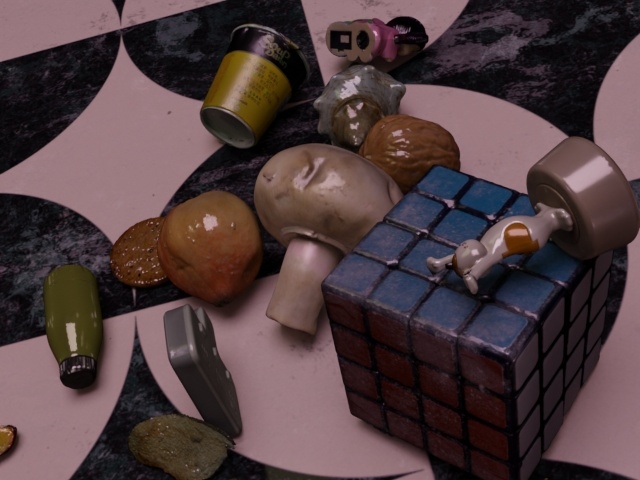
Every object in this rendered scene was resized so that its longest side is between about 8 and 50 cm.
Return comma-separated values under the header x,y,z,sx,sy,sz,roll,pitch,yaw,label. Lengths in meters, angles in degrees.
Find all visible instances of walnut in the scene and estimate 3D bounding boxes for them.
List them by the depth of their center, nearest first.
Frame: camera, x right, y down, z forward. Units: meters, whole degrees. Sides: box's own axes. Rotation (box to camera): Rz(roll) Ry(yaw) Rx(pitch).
x,y,z,sx,sy,sz,roll,pitch,yaw,label
0.176,-0.160,1.901,0.213,0.213,0.213,-7,49,8,walnut

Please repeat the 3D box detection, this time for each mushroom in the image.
x,y,z,sx,sy,sz,roll,pitch,yaw,label
0.023,-0.023,1.797,0.315,0.356,0.315,-1,27,0,mushroom

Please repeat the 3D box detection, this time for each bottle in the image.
x,y,z,sx,sy,sz,roll,pitch,yaw,label
-0.487,0.173,1.856,0.112,0.112,0.260,-18,49,-1,bottle

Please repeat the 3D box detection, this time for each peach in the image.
x,y,z,sx,sy,sz,roll,pitch,yaw,label
-0.611,0.371,1.759,0.077,0.050,0.083,40,77,12,peach
-0.215,0.024,1.852,0.232,0.233,0.233,-7,49,8,peach

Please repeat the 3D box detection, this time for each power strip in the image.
x,y,z,sx,sy,sz,roll,pitch,yaw,label
-0.209,0.207,1.654,0.059,0.265,0.194,-19,46,1,power strip

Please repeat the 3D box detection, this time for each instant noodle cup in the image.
x,y,z,sx,sy,sz,roll,pitch,yaw,label
-0.161,-0.347,2.168,0.215,0.215,0.236,14,64,25,instant noodle cup

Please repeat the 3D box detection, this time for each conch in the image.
x,y,z,sx,sy,sz,roll,pitch,yaw,label
0.090,-0.325,2.094,0.203,0.170,0.386,0,50,5,conch

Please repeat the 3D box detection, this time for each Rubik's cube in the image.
x,y,z,sx,sy,sz,roll,pitch,yaw,label
0.245,0.134,1.528,0.344,0.344,0.337,21,51,30,Rubik's cube

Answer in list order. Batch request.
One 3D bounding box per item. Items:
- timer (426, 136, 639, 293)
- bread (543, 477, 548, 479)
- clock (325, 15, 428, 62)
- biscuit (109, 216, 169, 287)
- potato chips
x,y,z,sx,sy,sz,roll,pitch,yaw,label
0.289,-0.011,1.321,0.266,0.175,0.175,-29,50,-11,timer
0.267,0.472,1.426,0.269,0.098,0.087,-29,6,-10,bread
0.138,-0.484,2.238,0.195,0.100,0.194,-13,21,-37,clock
-0.360,0.026,2.003,0.187,0.027,0.188,-6,50,8,biscuit
-0.246,0.368,1.648,0.209,0.026,0.142,-24,87,21,potato chips
